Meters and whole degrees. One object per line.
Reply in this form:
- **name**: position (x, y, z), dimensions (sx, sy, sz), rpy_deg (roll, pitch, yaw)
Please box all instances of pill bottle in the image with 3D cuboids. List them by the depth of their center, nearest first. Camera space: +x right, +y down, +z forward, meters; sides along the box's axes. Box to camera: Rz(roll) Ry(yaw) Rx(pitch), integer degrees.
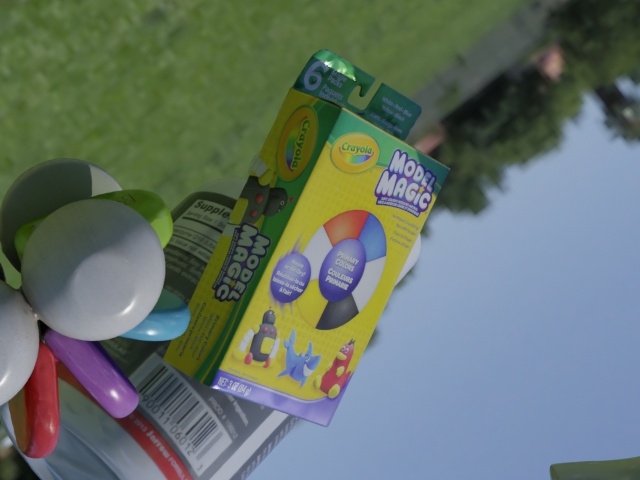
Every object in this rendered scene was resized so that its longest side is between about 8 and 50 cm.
- **pill bottle**: position (-0.087, 0.078, 1.635), dimensions (0.363, 0.210, 0.210), rpy_deg (-45, -175, -27)

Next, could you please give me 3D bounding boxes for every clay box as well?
- **clay box**: position (0.000, 0.000, 1.214), dimensions (0.127, 0.053, 0.222), rpy_deg (24, 92, -50)

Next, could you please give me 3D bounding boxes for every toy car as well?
- **toy car**: position (-0.151, 0.047, 1.031), dimensions (0.182, 0.136, 0.159), rpy_deg (-31, -159, -8)

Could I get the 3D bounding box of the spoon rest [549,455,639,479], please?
- **spoon rest**: position (0.265, 0.150, 1.295), dimensions (0.084, 0.137, 0.276), rpy_deg (-8, 169, -28)
